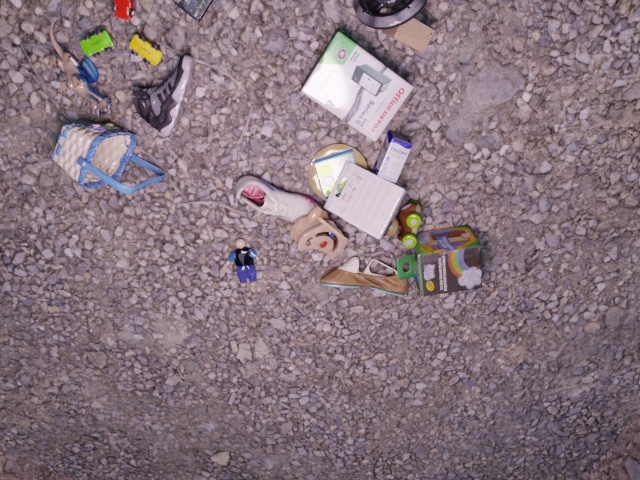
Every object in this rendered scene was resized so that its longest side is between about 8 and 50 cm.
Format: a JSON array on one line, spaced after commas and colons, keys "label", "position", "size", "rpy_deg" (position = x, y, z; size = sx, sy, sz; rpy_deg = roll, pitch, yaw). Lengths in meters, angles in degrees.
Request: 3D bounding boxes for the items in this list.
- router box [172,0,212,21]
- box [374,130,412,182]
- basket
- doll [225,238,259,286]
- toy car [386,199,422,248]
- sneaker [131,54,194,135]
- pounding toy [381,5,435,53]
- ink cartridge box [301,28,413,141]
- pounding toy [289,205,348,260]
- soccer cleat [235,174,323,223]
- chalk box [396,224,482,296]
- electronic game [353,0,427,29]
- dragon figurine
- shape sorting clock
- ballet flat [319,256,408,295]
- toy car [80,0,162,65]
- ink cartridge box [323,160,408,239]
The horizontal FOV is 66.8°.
[{"label": "router box", "position": [-0.368, -0.731, 1.442], "size": [0.092, 0.038, 0.122], "rpy_deg": [35, 109, -17]}, {"label": "box", "position": [0.239, -0.282, 1.617], "size": [0.072, 0.126, 0.137], "rpy_deg": [19, 113, -8]}, {"label": "basket", "position": [-0.669, -0.253, 1.544], "size": [0.288, 0.255, 0.201], "rpy_deg": [34, 108, -3]}, {"label": "doll", "position": [-0.291, 0.082, 1.821], "size": [0.128, 0.046, 0.189], "rpy_deg": [-5, 115, 0]}, {"label": "toy car", "position": [0.255, -0.071, 1.713], "size": [0.188, 0.155, 0.149], "rpy_deg": [10, 115, 8]}, {"label": "sneaker", "position": [-0.502, -0.472, 1.525], "size": [0.152, 0.101, 0.269], "rpy_deg": [22, 115, -14]}, {"label": "pounding toy", "position": [0.255, -0.648, 1.454], "size": [0.130, 0.141, 0.100], "rpy_deg": [17, 115, -25]}, {"label": "ink cartridge box", "position": [0.114, -0.483, 1.521], "size": [0.289, 0.122, 0.211], "rpy_deg": [30, 112, -15]}, {"label": "pounding toy", "position": [0.000, 0.000, 1.673], "size": [0.154, 0.155, 0.269], "rpy_deg": [-39, 140, 5]}, {"label": "soccer cleat", "position": [-0.143, -0.118, 1.676], "size": [0.330, 0.143, 0.116], "rpy_deg": [21, 113, -11]}, {"label": "chalk box", "position": [0.419, 0.076, 1.761], "size": [0.288, 0.179, 0.181], "rpy_deg": [-8, 116, 4]}, {"label": "electronic game", "position": [0.203, -0.709, 1.389], "size": [0.229, 0.230, 0.048], "rpy_deg": [-32, 155, 13]}, {"label": "dragon figurine", "position": [-0.753, -0.522, 1.507], "size": [0.085, 0.144, 0.290], "rpy_deg": [-23, 94, 11]}, {"label": "shape sorting clock", "position": [0.062, -0.231, 1.683], "size": [0.206, 0.040, 0.207], "rpy_deg": [0, 104, -1]}, {"label": "ballet flat", "position": [0.169, 0.128, 1.827], "size": [0.341, 0.116, 0.124], "rpy_deg": [8, 95, -5]}, {"label": "toy car", "position": [-0.621, -0.627, 1.479], "size": [0.224, 0.053, 0.239], "rpy_deg": [-19, 113, 8]}, {"label": "ink cartridge box", "position": [0.153, -0.139, 1.650], "size": [0.232, 0.066, 0.189], "rpy_deg": [32, 103, 24]}]
